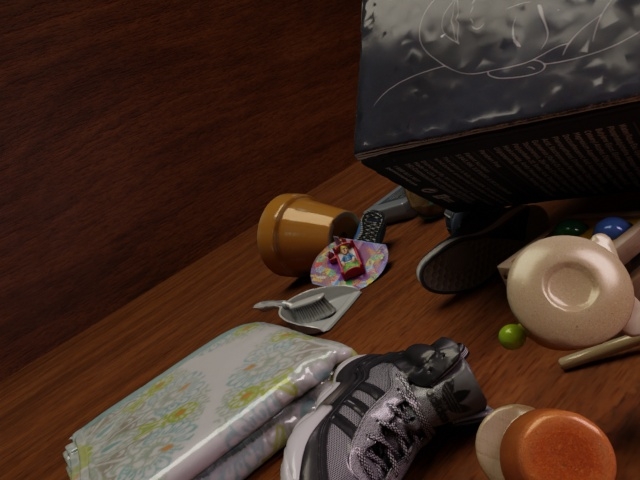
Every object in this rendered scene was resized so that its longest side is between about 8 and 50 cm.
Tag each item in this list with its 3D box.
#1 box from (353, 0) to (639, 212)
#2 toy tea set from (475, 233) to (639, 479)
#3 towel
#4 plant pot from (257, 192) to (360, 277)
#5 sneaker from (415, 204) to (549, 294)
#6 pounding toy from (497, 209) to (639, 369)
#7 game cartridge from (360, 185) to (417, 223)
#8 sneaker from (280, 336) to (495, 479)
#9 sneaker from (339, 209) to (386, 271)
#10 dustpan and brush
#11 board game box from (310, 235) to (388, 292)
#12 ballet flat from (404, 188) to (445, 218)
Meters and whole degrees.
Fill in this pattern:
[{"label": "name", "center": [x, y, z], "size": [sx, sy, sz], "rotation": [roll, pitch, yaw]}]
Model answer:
[{"label": "box", "center": [0.324, -0.316, 0.699], "size": [0.472, 0.478, 0.298], "rotation": [-6, -15, 40]}, {"label": "toy tea set", "center": [0.258, 0.070, 0.428], "size": [0.336, 0.199, 0.124], "rotation": [-27, -27, 1]}, {"label": "towel", "center": [-0.161, 0.244, 0.767], "size": [0.375, 0.090, 0.321], "rotation": [-33, 15, -23]}, {"label": "plant pot", "center": [-0.011, -0.008, 1.316], "size": [0.188, 0.205, 0.205], "rotation": [5, 31, 41]}, {"label": "sneaker", "center": [0.220, 0.006, 0.886], "size": [0.226, 0.086, 0.163], "rotation": [-25, 17, -16]}, {"label": "pounding toy", "center": [0.284, 0.042, 0.567], "size": [0.181, 0.094, 0.206], "rotation": [-32, 11, -19]}, {"label": "game cartridge", "center": [0.265, -0.130, 1.517], "size": [0.297, 0.062, 0.198], "rotation": [-36, 18, -35]}, {"label": "sneaker", "center": [0.069, 0.166, 0.500], "size": [0.153, 0.101, 0.268], "rotation": [-26, 8, 23]}, {"label": "sneaker", "center": [0.097, 0.024, 1.229], "size": [0.069, 0.082, 0.209], "rotation": [13, 44, 16]}, {"label": "dustpan and brush", "center": [-0.045, 0.128, 1.063], "size": [0.211, 0.060, 0.147], "rotation": [-19, 14, 38]}, {"label": "board game box", "center": [0.051, 0.038, 1.133], "size": [0.169, 0.033, 0.133], "rotation": [9, 51, 39]}, {"label": "ballet flat", "center": [0.235, -0.185, 1.377], "size": [0.116, 0.124, 0.342], "rotation": [-9, 33, 3]}]
